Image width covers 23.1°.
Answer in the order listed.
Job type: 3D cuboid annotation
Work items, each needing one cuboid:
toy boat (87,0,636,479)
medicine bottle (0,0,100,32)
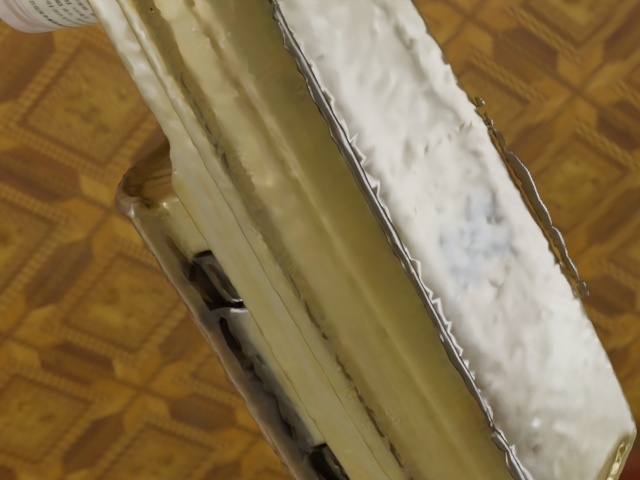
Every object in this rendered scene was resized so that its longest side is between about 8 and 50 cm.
[{"bbox_3d":[0.000,0.000,0.355,0.068,0.088,0.226,-46,113,-38],"label":"toy boat"},{"bbox_3d":[-0.165,-0.255,1.335,0.249,0.133,0.133,-5,144,33],"label":"medicine bottle"}]
